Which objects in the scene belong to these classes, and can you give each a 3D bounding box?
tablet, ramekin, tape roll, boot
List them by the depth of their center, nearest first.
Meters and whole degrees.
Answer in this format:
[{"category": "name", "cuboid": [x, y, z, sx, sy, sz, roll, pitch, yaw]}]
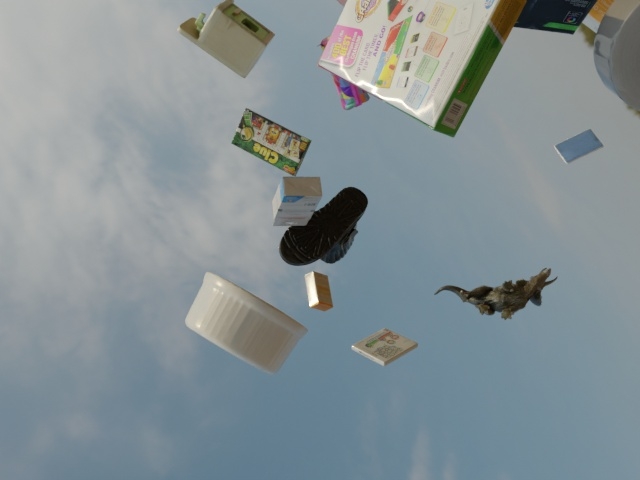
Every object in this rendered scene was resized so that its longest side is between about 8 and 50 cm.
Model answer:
[{"category": "tape roll", "cuboid": [0.565, -0.320, 1.060, 0.219, 0.219, 0.072, 35, -156, -23]}, {"category": "tablet", "cuboid": [0.534, -0.195, 1.350, 0.054, 0.083, 0.006, 67, -175, 31]}, {"category": "ramekin", "cuboid": [-0.181, 0.199, 1.530, 0.277, 0.135, 0.277, 29, 169, 6]}, {"category": "boot", "cuboid": [0.004, 0.002, 2.049, 0.348, 0.260, 0.131, -36, -104, -24]}]

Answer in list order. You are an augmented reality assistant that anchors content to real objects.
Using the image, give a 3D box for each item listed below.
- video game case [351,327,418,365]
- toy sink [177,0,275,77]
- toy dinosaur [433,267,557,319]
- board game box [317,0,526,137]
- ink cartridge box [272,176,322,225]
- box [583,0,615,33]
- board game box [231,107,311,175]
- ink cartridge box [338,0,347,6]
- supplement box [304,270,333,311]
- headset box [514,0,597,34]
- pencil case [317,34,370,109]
[{"category": "video game case", "cuboid": [0.202, 0.333, 2.054, 0.157, 0.019, 0.143, -21, -152, -37]}, {"category": "toy sink", "cuboid": [-0.267, -0.605, 1.885, 0.234, 0.131, 0.153, 34, -153, -11]}, {"category": "toy dinosaur", "cuboid": [0.465, 0.157, 1.740, 0.160, 0.313, 0.121, 9, -111, -60]}, {"category": "board game box", "cuboid": [0.157, -0.352, 1.122, 0.064, 0.242, 0.316, 9, -156, -47]}, {"category": "ink cartridge box", "cuboid": [-0.069, -0.103, 1.743, 0.104, 0.180, 0.060, -1, -113, -17]}, {"category": "box", "cuboid": [0.711, -0.564, 1.338, 0.215, 0.345, 0.168, 41, -159, 9]}, {"category": "board game box", "cuboid": [-0.170, -0.335, 2.223, 0.259, 0.136, 0.030, 28, -164, 14]}, {"category": "ink cartridge box", "cuboid": [-0.052, -0.738, 1.866, 0.385, 0.091, 0.308, 38, -171, -2]}, {"category": "supplement box", "cuboid": [-0.005, 0.140, 1.794, 0.062, 0.036, 0.099, 22, -131, -44]}, {"category": "headset box", "cuboid": [0.384, -0.506, 1.168, 0.246, 0.283, 0.131, 7, -106, -1]}, {"category": "pencil case", "cuboid": [0.075, -0.517, 1.990, 0.104, 0.104, 0.236, -86, -24, -52]}]
